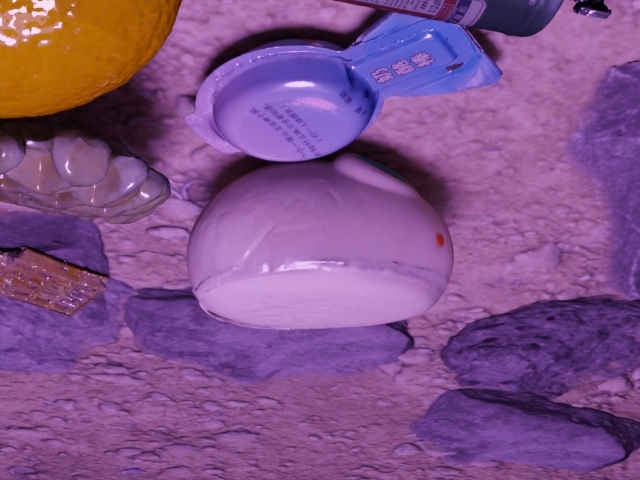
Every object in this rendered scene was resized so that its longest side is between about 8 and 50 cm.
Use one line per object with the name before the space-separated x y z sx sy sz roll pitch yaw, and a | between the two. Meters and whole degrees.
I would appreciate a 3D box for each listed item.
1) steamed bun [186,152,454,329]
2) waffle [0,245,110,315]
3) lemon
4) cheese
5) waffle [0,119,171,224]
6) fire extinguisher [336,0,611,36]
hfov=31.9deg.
steamed bun | 0.000 0.000 0.970 0.228 0.130 0.177 -2 159 4
waffle | -0.298 0.039 1.161 0.135 0.021 0.092 23 145 -31
lemon | -0.182 -0.164 0.663 0.244 0.186 0.187 -9 147 25
cheese | 0.006 -0.116 0.855 0.245 0.052 0.135 -18 146 28
waffle | -0.259 -0.063 0.840 0.292 0.056 0.309 13 175 -5
fire extinguisher | 0.079 -0.180 0.703 0.295 0.118 0.093 9 107 -11
